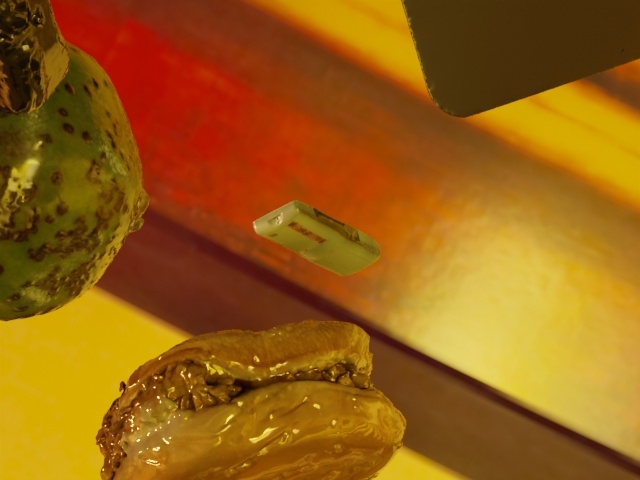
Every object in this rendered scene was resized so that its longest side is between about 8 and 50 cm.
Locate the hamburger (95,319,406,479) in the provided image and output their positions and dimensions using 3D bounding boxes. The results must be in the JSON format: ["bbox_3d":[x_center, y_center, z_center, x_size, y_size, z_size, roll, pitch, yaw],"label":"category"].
[{"bbox_3d":[-0.036,0.097,0.848,0.147,0.083,0.138,-1,-27,-32],"label":"hamburger"}]

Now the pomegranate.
[{"bbox_3d":[-0.253,-0.047,1.366,0.254,0.254,0.270,18,4,38],"label":"pomegranate"}]

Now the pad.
[{"bbox_3d":[0.181,-0.215,1.395,0.004,0.267,0.181,-7,-79,65],"label":"pad"}]

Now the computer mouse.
[{"bbox_3d":[-0.202,-0.142,0.866,0.217,0.073,0.122,35,-31,46],"label":"computer mouse"}]

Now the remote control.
[{"bbox_3d":[0.000,0.000,1.867,0.065,0.029,0.166,-26,-29,26],"label":"remote control"}]
